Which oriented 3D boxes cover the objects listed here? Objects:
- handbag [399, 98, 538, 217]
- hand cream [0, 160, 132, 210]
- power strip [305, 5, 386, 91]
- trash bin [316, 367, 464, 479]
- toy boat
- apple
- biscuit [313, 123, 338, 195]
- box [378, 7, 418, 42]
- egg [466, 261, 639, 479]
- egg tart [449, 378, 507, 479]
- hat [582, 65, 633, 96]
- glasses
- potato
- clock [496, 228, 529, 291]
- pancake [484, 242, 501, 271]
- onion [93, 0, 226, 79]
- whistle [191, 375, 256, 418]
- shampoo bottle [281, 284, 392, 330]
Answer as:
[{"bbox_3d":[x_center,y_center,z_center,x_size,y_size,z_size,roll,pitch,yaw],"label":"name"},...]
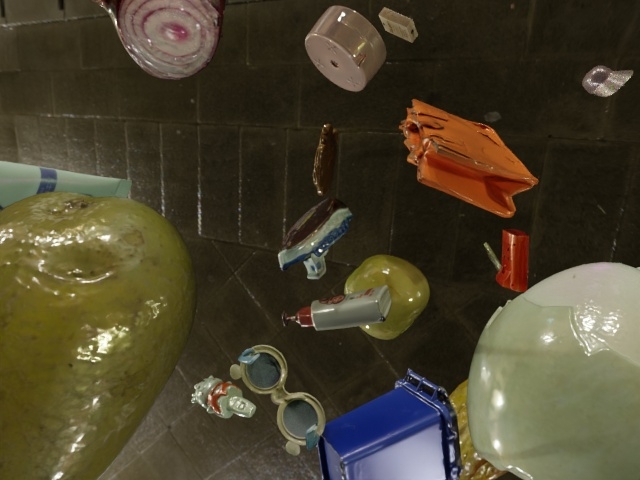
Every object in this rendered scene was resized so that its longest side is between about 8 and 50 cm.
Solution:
[{"bbox_3d":[0.374,-0.240,1.164,0.303,0.410,0.116,20,121,-10],"label":"handbag"},{"bbox_3d":[-0.368,-0.046,0.497,0.067,0.320,0.109,27,99,23],"label":"hand cream"},{"bbox_3d":[0.047,-0.374,0.853,0.154,0.154,0.078,34,84,16],"label":"power strip"},{"bbox_3d":[0.117,0.355,0.766,0.162,0.234,0.184,-171,71,-66],"label":"trash bin"},{"bbox_3d":[0.000,0.000,1.006,0.114,0.262,0.115,-1,129,43],"label":"toy boat"},{"bbox_3d":[0.217,0.186,1.454,0.254,0.292,0.292,46,118,15],"label":"apple"},{"bbox_3d":[0.014,-0.298,1.603,0.041,0.208,0.291,14,133,13],"label":"biscuit"},{"bbox_3d":[0.172,-0.475,0.956,0.083,0.053,0.024,43,96,28],"label":"box"},{"bbox_3d":[0.358,0.189,0.595,0.278,0.278,0.336,20,83,22],"label":"egg"},{"bbox_3d":[0.440,0.459,1.120,0.178,0.443,0.443,43,122,45],"label":"egg tart"},{"bbox_3d":[0.518,-0.298,0.791,0.042,0.087,0.058,37,98,-17],"label":"hat"},{"bbox_3d":[-0.047,0.228,0.664,0.190,0.088,0.221,50,153,10],"label":"glasses"},{"bbox_3d":[-0.197,0.081,0.333,0.174,0.159,0.252,7,75,11],"label":"potato"},{"bbox_3d":[0.516,0.048,1.169,0.061,0.113,0.155,1,100,7],"label":"clock"},{"bbox_3d":[0.524,0.053,1.313,0.017,0.108,0.108,-30,87,15],"label":"pancake"},{"bbox_3d":[-0.254,-0.363,0.648,0.195,0.218,0.140,-45,44,52],"label":"onion"},{"bbox_3d":[-0.309,0.497,1.364,0.253,0.105,0.102,11,76,32],"label":"whistle"},{"bbox_3d":[0.026,0.174,1.070,0.284,0.153,0.071,-11,97,17],"label":"shampoo bottle"}]
